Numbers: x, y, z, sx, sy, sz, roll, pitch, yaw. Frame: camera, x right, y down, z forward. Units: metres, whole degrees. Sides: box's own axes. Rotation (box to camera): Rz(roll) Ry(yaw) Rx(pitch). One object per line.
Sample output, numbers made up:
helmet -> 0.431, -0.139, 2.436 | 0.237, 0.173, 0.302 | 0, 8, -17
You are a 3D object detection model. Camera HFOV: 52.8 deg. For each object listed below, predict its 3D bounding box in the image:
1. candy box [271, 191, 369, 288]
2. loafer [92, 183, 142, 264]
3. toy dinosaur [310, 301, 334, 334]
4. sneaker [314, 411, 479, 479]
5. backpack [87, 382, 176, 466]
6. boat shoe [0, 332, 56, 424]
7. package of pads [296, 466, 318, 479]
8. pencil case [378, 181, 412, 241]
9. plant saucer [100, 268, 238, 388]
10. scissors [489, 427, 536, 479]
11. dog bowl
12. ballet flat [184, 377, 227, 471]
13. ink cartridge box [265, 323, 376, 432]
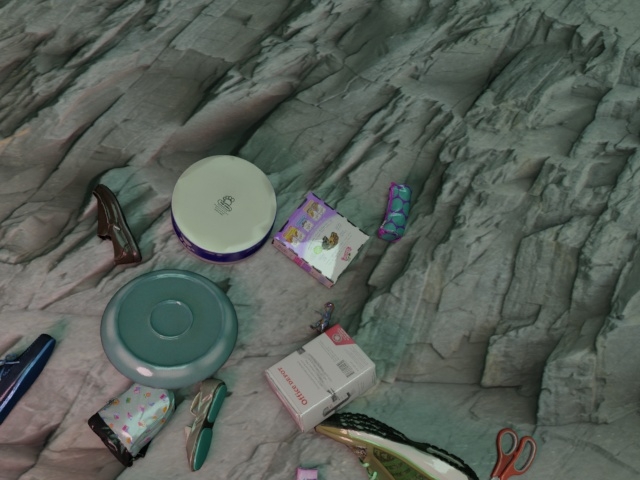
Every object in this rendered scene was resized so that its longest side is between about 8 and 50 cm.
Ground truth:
candy box -> 0.000, 0.000, 1.676 | 0.196, 0.070, 0.165 | 38, 70, 2
loafer -> -0.514, -0.037, 1.580 | 0.078, 0.080, 0.220 | -25, 80, -17
toy dinosaur -> 0.011, 0.199, 1.647 | 0.082, 0.047, 0.090 | -39, 117, -27
sneaker -> 0.161, 0.546, 1.519 | 0.410, 0.158, 0.182 | 24, 88, 2
backpack -> -0.411, 0.396, 1.455 | 0.182, 0.115, 0.152 | -40, 82, -22
boat shoe -> -0.699, 0.308, 1.430 | 0.089, 0.109, 0.258 | 33, 68, 3
package of pads -> -0.033, 0.578, 1.518 | 0.050, 0.032, 0.083 | 7, 73, -8
pencil case -> 0.202, -0.076, 1.741 | 0.070, 0.064, 0.151 | 26, 68, -29
plant saucer -> -0.350, 0.192, 1.512 | 0.318, 0.043, 0.317 | 7, 54, -9
scissors -> 0.443, 0.607, 1.608 | 0.109, 0.021, 0.297 | 35, 69, -1
dog bowl -> -0.244, -0.078, 1.633 | 0.265, 0.104, 0.264 | 3, 74, -10
ballet flat -> -0.280, 0.426, 1.506 | 0.068, 0.072, 0.213 | 9, 69, 21
ink cartridge box -> 0.002, 0.326, 1.537 | 0.218, 0.092, 0.158 | -29, 50, -19
